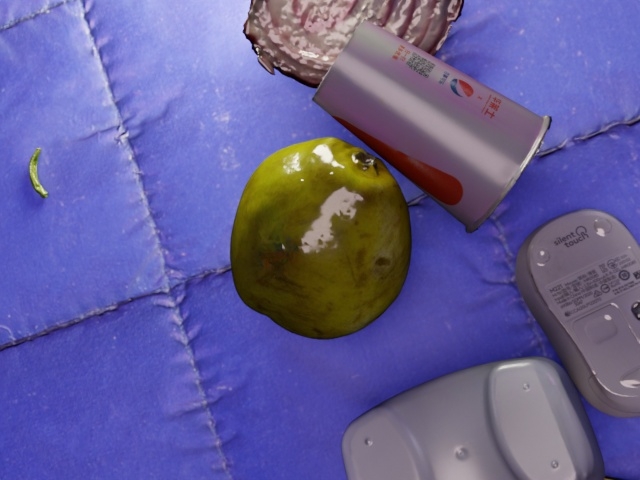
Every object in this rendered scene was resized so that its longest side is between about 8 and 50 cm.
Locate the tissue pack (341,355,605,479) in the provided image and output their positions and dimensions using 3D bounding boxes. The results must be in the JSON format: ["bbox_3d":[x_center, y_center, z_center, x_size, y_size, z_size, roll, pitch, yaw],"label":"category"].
[{"bbox_3d":[0.210,0.300,1.364,0.333,0.236,0.230,-21,71,11],"label":"tissue pack"}]

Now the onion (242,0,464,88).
[{"bbox_3d":[0.052,-0.360,1.459,0.280,0.146,0.314,30,103,-12],"label":"onion"}]

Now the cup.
[{"bbox_3d":[0.143,-0.168,1.366,0.288,0.203,0.203,34,95,-3],"label":"cup"}]

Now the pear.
[{"bbox_3d":[0.000,0.000,1.389,0.269,0.269,0.321,47,135,8],"label":"pear"}]

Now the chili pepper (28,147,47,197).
[{"bbox_3d":[-0.457,-0.108,1.604,0.030,0.017,0.083,-14,88,2],"label":"chili pepper"}]

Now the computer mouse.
[{"bbox_3d":[0.400,0.103,1.386,0.184,0.121,0.297,-30,69,-1],"label":"computer mouse"}]

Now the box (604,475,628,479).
[{"bbox_3d":[0.420,0.383,1.402,0.133,0.023,0.090,7,89,28],"label":"box"}]
